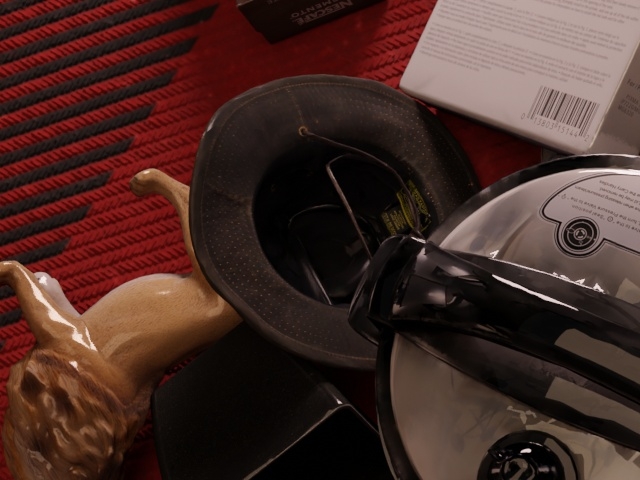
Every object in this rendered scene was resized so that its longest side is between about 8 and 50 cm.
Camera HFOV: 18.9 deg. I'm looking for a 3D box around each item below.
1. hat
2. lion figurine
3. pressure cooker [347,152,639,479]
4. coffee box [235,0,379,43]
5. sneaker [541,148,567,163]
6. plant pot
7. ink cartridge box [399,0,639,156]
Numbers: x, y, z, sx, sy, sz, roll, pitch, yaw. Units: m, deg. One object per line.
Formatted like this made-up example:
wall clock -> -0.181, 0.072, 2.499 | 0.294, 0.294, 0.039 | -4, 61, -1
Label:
hat -> 0.000, 0.000, 1.807 | 0.134, 0.331, 0.331 | -40, 54, 51
lion figurine -> -0.162, 0.080, 1.865 | 0.392, 0.142, 0.240 | -36, 72, 0
pressure cooker -> 0.244, 0.133, 1.553 | 0.369, 0.420, 0.376 | -21, 66, 13
coffee box -> -0.037, -0.347, 1.987 | 0.141, 0.098, 0.247 | -20, 67, 12
sneaker -> 0.234, -0.053, 1.818 | 0.052, 0.058, 0.135 | -13, 68, 14
plant pot -> -0.050, 0.186, 1.773 | 0.187, 0.188, 0.167 | -39, 53, 3
ink cartridge box -> 0.223, -0.219, 1.777 | 0.296, 0.066, 0.261 | 27, 94, 54
